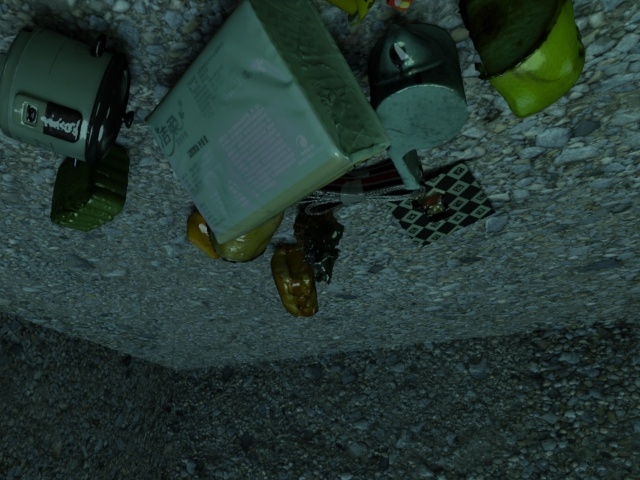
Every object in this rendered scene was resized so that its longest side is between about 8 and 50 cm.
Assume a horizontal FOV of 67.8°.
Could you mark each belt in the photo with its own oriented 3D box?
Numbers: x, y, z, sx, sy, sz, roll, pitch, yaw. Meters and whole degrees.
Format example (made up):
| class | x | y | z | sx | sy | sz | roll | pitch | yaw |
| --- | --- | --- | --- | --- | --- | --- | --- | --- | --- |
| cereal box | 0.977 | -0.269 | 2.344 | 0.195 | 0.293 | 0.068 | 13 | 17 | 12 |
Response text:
| class | x | y | z | sx | sy | sz | roll | pitch | yaw |
| --- | --- | --- | --- | --- | --- | --- | --- | --- | --- |
| belt | 0.105 | -0.150 | 1.309 | 0.359 | 0.094 | 0.126 | -5 | 150 | 13 |

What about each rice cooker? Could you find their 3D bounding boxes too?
| class | x | y | z | sx | sy | sz | roll | pitch | yaw |
| --- | --- | --- | --- | --- | --- | --- | --- | --- | --- |
| rice cooker | -0.491 | -0.279 | 0.947 | 0.226 | 0.241 | 0.281 | 17 | 118 | -20 |

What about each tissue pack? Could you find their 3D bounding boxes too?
| class | x | y | z | sx | sy | sz | roll | pitch | yaw |
| --- | --- | --- | --- | --- | --- | --- | --- | --- | --- |
| tissue pack | -0.119 | -0.221 | 0.949 | 0.404 | 0.332 | 0.205 | -27 | -176 | 43 |

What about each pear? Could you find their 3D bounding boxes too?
| class | x | y | z | sx | sy | sz | roll | pitch | yaw |
| --- | --- | --- | --- | --- | --- | --- | --- | --- | --- |
| pear | 0.376 | -0.322 | 0.832 | 0.163 | 0.239 | 0.255 | -27 | 140 | 31 |

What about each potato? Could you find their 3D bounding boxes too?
| class | x | y | z | sx | sy | sz | roll | pitch | yaw |
| --- | --- | --- | --- | --- | --- | --- | --- | --- | --- |
| potato | -0.209 | -0.088 | 1.353 | 0.229 | 0.229 | 0.266 | 13 | 134 | -20 |

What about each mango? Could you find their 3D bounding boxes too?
| class | x | y | z | sx | sy | sz | roll | pitch | yaw |
| --- | --- | --- | --- | --- | --- | --- | --- | --- | --- |
| mango | -0.366 | -0.028 | 1.551 | 0.141 | 0.102 | 0.217 | 18 | 153 | 19 |

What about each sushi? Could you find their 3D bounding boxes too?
| class | x | y | z | sx | sy | sz | roll | pitch | yaw |
| --- | --- | --- | --- | --- | --- | --- | --- | --- | --- |
| sushi | 0.351 | -0.110 | 1.419 | 0.263 | 0.050 | 0.290 | -28 | 140 | 20 |

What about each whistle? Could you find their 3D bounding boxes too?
| class | x | y | z | sx | sy | sz | roll | pitch | yaw |
| --- | --- | --- | --- | --- | --- | --- | --- | --- | --- |
| whistle | 0.179 | -0.265 | 1.015 | 0.188 | 0.168 | 0.405 | 4 | 151 | -6 |

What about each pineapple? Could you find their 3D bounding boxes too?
| class | x | y | z | sx | sy | sz | roll | pitch | yaw |
| --- | --- | --- | --- | --- | --- | --- | --- | --- | --- |
| pineapple | 0.000 | 0.000 | 1.377 | 0.141 | 0.310 | 0.170 | 28 | 110 | -20 |

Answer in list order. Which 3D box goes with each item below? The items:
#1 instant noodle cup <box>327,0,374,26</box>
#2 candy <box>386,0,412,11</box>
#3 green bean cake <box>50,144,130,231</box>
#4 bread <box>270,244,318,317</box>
| class | x | y | z | sx | sy | sz | roll | pitch | yaw |
| --- | --- | --- | --- | --- | --- | --- | --- | --- | --- |
| instant noodle cup | -0.011 | -0.459 | 0.550 | 0.253 | 0.326 | 0.326 | 18 | 148 | -11 |
| candy | 0.130 | -0.434 | 0.759 | 0.037 | 0.122 | 0.062 | 9 | 151 | -23 |
| green bean cake | -0.594 | -0.141 | 1.235 | 0.200 | 0.215 | 0.113 | -18 | 152 | 31 |
| bread | -0.095 | 0.162 | 1.792 | 0.148 | 0.195 | 0.344 | -6 | 148 | 2 |
